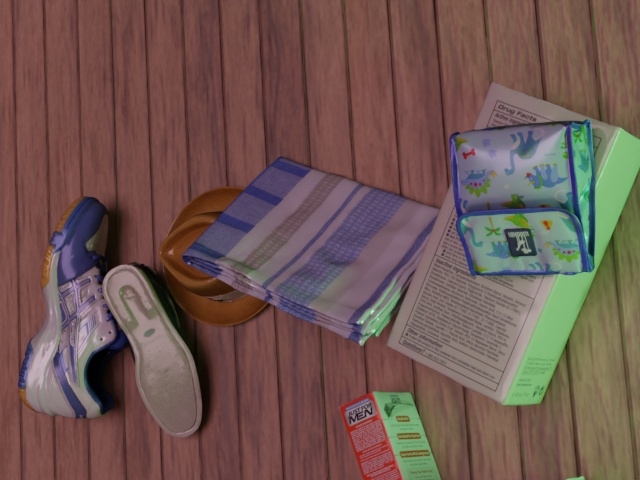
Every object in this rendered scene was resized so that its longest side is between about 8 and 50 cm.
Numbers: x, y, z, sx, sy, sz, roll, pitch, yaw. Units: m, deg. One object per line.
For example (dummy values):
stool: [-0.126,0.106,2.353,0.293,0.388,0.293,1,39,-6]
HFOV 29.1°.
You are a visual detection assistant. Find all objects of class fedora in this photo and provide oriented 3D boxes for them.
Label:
fedora: [-0.138,0.017,1.556,0.194,0.079,0.194,-5,81,32]

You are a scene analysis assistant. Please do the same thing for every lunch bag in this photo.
lunch bag: [0.203,-0.039,1.223,0.129,0.096,0.151,-2,98,28]

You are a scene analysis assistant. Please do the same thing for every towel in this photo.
towel: [0.000,0.000,1.432,0.285,0.034,0.209,21,55,34]

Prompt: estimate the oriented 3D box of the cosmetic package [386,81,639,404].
cosmetic package: [0.210,0.006,1.327,0.160,0.113,0.309,27,97,31]

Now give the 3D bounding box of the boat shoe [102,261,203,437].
boat shoe: [-0.203,0.138,1.590,0.084,0.079,0.233,-23,86,10]

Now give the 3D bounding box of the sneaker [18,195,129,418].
sneaker: [-0.304,0.093,1.650,0.131,0.112,0.296,11,91,14]

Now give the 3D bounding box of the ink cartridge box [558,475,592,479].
ink cartridge box: [0.286,0.371,1.182,0.278,0.201,0.117,47,108,27]

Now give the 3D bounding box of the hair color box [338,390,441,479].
hair color box: [0.088,0.255,1.381,0.053,0.093,0.167,-27,70,26]
